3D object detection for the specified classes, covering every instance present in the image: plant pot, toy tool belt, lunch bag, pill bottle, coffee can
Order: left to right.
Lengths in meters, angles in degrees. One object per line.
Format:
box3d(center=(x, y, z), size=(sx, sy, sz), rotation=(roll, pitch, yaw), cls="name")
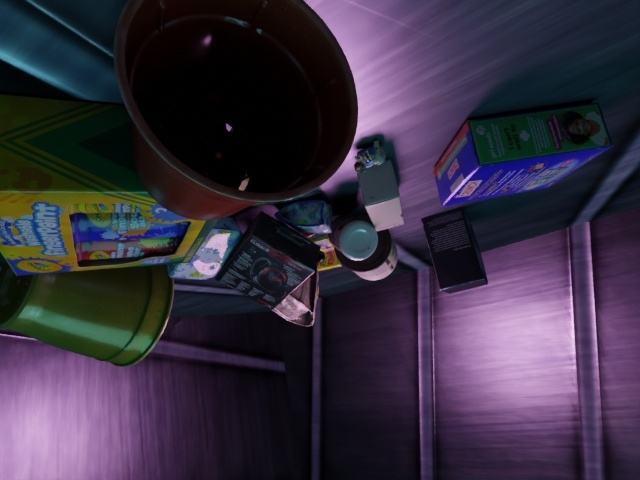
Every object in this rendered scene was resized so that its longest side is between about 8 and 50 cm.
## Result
box3d(center=(-0.679, 0.153, 1.189), size=(0.366, 0.367, 0.353), rotation=(-19, 151, 28), cls="plant pot")
box3d(center=(-0.336, 0.018, 1.206), size=(0.176, 0.090, 0.219), rotation=(6, 130, -48), cls="lunch bag")
box3d(center=(-0.135, -0.152, 0.565), size=(0.272, 0.273, 0.265), rotation=(-3, 172, -29), cls="plant pot")
box3d(center=(-0.098, 0.183, 1.671), size=(0.168, 0.236, 0.287), rotation=(-19, 139, 30), cls="lunch bag")
box3d(center=(-0.047, -0.065, 1.253), size=(0.151, 0.097, 0.129), rotation=(1, 170, 13), cls="lunch bag")
box3d(center=(0.090, -0.018, 1.327), size=(0.121, 0.121, 0.221), rotation=(-8, -167, -11), cls="pill bottle")
box3d(center=(0.106, -0.196, 0.963), size=(0.083, 0.052, 0.051), rotation=(-22, 131, 25), cls="toy tool belt")
box3d(center=(0.177, 0.036, 1.564), size=(0.201, 0.202, 0.275), rotation=(-14, 165, 12), cls="coffee can")

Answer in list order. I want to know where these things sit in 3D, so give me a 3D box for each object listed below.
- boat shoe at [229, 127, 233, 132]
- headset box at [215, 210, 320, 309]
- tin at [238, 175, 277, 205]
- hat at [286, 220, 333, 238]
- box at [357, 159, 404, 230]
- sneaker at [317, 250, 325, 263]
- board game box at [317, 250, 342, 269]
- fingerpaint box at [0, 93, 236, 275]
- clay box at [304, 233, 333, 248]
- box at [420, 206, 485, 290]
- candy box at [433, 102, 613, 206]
box3d(center=(-0.097, -0.177, 0.818), size=(0.205, 0.075, 0.064), rotation=(-6, 166, -42), cls="boat shoe")
box3d(center=(-0.155, 0.062, 1.276), size=(0.218, 0.110, 0.293), rotation=(31, 132, -16), cls="headset box")
box3d(center=(-0.145, -0.133, 1.024), size=(0.106, 0.040, 0.190), rotation=(-14, 166, -4), cls="tin")
box3d(center=(-0.099, -0.038, 1.395), size=(0.208, 0.173, 0.184), rotation=(0, 127, -21), cls="hat")
box3d(center=(0.173, -0.116, 1.172), size=(0.094, 0.113, 0.275), rotation=(-14, 166, 10), cls="box")
box3d(center=(-0.070, 0.053, 1.503), size=(0.106, 0.078, 0.234), rotation=(-15, 167, 38), cls="sneaker")
box3d(center=(-0.005, 0.084, 1.830), size=(0.181, 0.092, 0.043), rotation=(-13, 165, 7), cls="board game box")
box3d(center=(-0.408, -0.069, 0.815), size=(0.370, 0.164, 0.444), rotation=(-3, 163, -29), cls="fingerpaint box")
box3d(center=(0.000, 0.000, 1.593), size=(0.127, 0.053, 0.222), rotation=(-15, 166, 20), cls="clay box")
box3d(center=(0.560, 0.053, 1.729), size=(0.182, 0.295, 0.296), rotation=(-16, 165, 21), cls="box")
box3d(center=(0.476, -0.203, 1.044), size=(0.316, 0.122, 0.268), rotation=(-11, 167, -5), cls="candy box")
